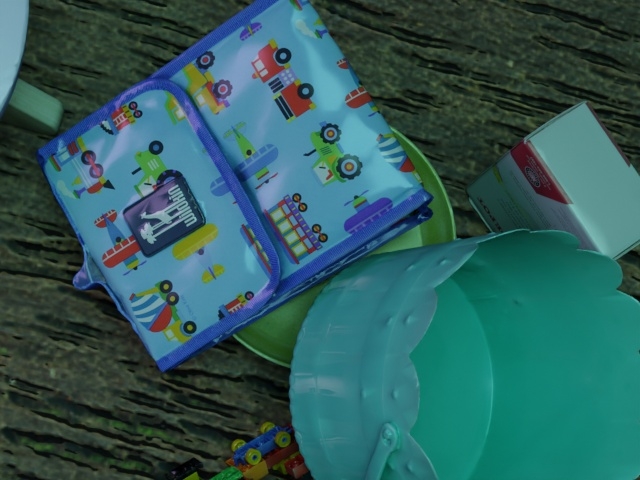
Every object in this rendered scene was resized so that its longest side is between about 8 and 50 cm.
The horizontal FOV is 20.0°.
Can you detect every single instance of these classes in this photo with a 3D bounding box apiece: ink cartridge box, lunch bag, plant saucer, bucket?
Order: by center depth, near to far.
[{"bbox_3d":[0.122,0.125,1.492,0.281,0.183,0.281,3,85,-39],"label":"bucket"},{"bbox_3d":[-0.085,-0.043,1.543,0.293,0.138,0.221,-32,83,0],"label":"lunch bag"},{"bbox_3d":[0.211,-0.032,1.589,0.072,0.175,0.127,-34,87,-17],"label":"ink cartridge box"},{"bbox_3d":[0.000,0.000,1.617,0.241,0.037,0.241,2,80,-9],"label":"plant saucer"}]

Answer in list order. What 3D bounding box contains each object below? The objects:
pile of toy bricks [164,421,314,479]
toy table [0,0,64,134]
[{"bbox_3d":[-0.080,0.249,1.532,0.212,0.118,0.105,-29,118,-22],"label":"pile of toy bricks"},{"bbox_3d":[-0.341,-0.148,1.523,0.252,0.161,0.274,27,76,-4],"label":"toy table"}]
